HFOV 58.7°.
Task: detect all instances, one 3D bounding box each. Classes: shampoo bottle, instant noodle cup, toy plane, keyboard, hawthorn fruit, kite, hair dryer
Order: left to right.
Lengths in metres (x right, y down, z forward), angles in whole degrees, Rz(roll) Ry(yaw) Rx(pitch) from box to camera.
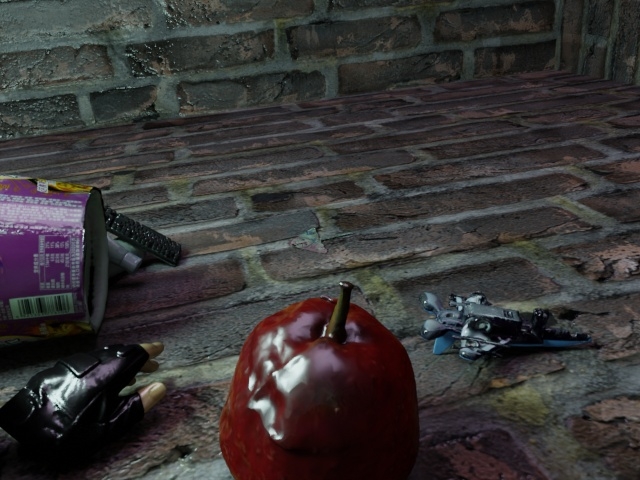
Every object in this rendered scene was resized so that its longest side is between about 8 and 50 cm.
[{"bbox_3d":[-0.503,0.027,0.937,0.266,0.340,0.340,-2,23,-13],"label":"instant noodle cup"},{"bbox_3d":[-0.494,-0.008,1.195,0.236,0.073,0.131,34,37,17],"label":"hair dryer"},{"bbox_3d":[-0.436,0.001,1.099,0.191,0.069,0.041,32,-4,-8],"label":"shampoo bottle"},{"bbox_3d":[-0.393,-0.023,1.180,0.231,0.023,0.072,30,25,-18],"label":"keyboard"},{"bbox_3d":[0.000,-0.001,1.249,0.153,0.005,0.137,-8,27,-8],"label":"kite"},{"bbox_3d":[0.009,0.153,0.611,0.210,0.266,0.230,10,25,-12],"label":"hawthorn fruit"},{"bbox_3d":[0.269,0.125,0.831,0.246,0.078,0.169,-1,24,10],"label":"toy plane"}]

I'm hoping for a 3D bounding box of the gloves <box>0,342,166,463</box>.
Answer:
[{"bbox_3d":[-0.294,0.195,0.751,0.164,0.124,0.203,20,48,24],"label":"gloves"}]
